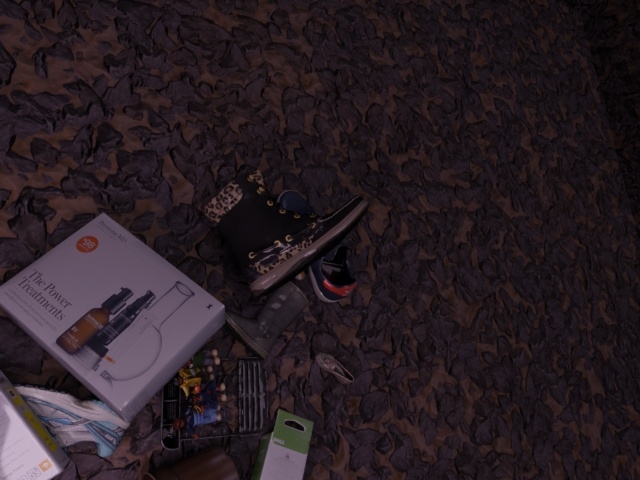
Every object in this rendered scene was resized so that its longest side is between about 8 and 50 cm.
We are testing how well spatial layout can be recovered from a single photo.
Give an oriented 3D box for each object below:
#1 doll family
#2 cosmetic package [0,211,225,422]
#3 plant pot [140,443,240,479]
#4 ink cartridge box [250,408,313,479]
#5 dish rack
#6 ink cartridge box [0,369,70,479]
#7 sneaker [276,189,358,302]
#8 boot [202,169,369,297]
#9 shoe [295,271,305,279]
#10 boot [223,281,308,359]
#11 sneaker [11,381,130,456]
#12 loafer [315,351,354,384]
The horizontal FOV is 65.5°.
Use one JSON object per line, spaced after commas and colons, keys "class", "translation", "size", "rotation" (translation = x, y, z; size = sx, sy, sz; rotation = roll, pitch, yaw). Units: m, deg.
{"class": "doll family", "translation": [-0.274, 0.331, 1.091], "size": [0.111, 0.076, 0.193], "rotation": [1, 67, -51]}
{"class": "cosmetic package", "translation": [-0.437, 0.145, 1.057], "size": [0.377, 0.098, 0.284], "rotation": [34, 54, 14]}
{"class": "plant pot", "translation": [-0.272, 0.536, 1.070], "size": [0.165, 0.167, 0.167], "rotation": [-17, 82, -41]}
{"class": "ink cartridge box", "translation": [-0.095, 0.534, 1.211], "size": [0.108, 0.062, 0.209], "rotation": [28, 53, -18]}
{"class": "dish rack", "translation": [-0.245, 0.373, 1.182], "size": [0.271, 0.074, 0.209], "rotation": [6, 71, -28]}
{"class": "ink cartridge box", "translation": [-0.679, 0.383, 0.889], "size": [0.303, 0.072, 0.307], "rotation": [-35, 91, -12]}
{"class": "sneaker", "translation": [0.000, 0.000, 1.401], "size": [0.131, 0.148, 0.350], "rotation": [-29, 89, -33]}
{"class": "boot", "translation": [-0.091, -0.066, 1.287], "size": [0.377, 0.138, 0.284], "rotation": [-38, 80, -3]}
{"class": "shoe", "translation": [-0.123, 0.027, 1.376], "size": [0.058, 0.076, 0.219], "rotation": [-37, 88, -9]}
{"class": "boot", "translation": [-0.145, 0.180, 1.303], "size": [0.190, 0.076, 0.209], "rotation": [49, 63, -23]}
{"class": "sneaker", "translation": [-0.532, 0.365, 1.005], "size": [0.282, 0.110, 0.122], "rotation": [23, 67, -21]}
{"class": "loafer", "translation": [0.042, 0.349, 1.370], "size": [0.125, 0.039, 0.045], "rotation": [42, 59, -11]}
